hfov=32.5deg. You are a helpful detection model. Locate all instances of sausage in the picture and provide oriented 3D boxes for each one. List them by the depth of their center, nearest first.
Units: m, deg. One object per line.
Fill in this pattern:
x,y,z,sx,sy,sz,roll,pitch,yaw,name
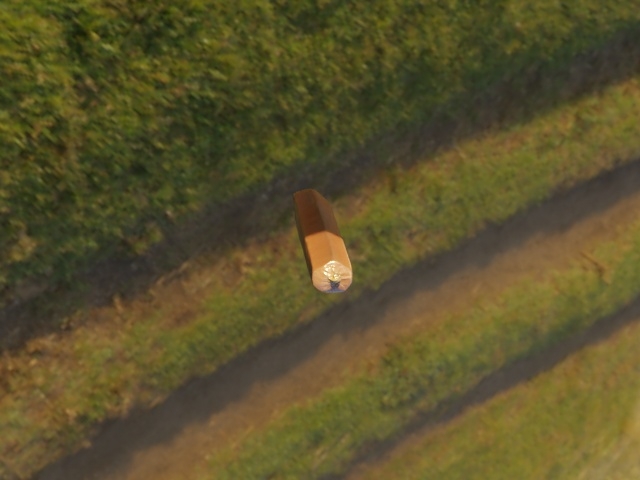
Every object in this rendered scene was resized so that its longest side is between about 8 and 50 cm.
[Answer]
0.001,0.000,0.857,0.030,0.147,0.035,-2,118,-7,sausage
